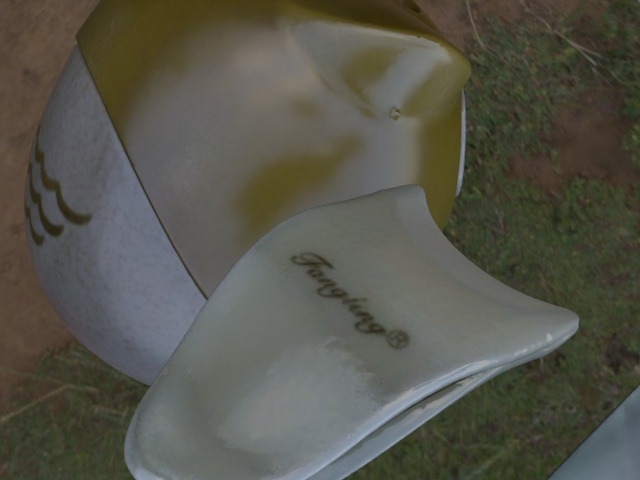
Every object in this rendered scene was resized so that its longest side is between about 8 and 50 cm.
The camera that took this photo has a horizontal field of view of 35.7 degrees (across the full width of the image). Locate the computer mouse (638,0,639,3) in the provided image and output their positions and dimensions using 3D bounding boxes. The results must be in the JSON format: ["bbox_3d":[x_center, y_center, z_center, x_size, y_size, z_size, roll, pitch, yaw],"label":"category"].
[{"bbox_3d":[0.471,-0.564,1.661,0.199,0.115,0.389,-22,84,7],"label":"computer mouse"}]

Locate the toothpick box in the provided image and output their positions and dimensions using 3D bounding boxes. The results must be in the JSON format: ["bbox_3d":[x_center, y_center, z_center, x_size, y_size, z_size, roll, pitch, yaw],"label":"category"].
[{"bbox_3d":[-0.059,-0.089,0.980,0.408,0.409,0.425,24,117,-12],"label":"toothpick box"}]

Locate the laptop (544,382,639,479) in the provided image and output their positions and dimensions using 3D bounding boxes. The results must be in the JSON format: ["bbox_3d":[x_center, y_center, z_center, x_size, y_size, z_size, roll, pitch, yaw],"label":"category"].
[{"bbox_3d":[0.320,0.231,0.885,0.269,0.015,0.187,-47,65,4],"label":"laptop"}]

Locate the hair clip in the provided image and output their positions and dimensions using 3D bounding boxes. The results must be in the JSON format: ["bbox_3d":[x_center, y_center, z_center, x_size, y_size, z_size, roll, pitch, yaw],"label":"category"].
[{"bbox_3d":[0.008,0.070,0.640,0.282,0.172,0.113,-40,148,-10],"label":"hair clip"}]
